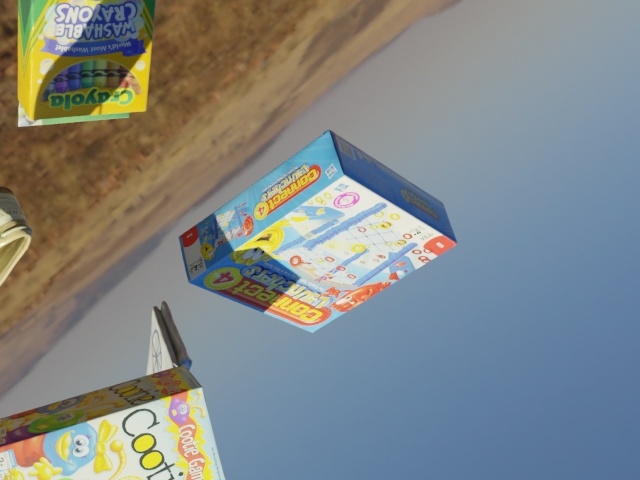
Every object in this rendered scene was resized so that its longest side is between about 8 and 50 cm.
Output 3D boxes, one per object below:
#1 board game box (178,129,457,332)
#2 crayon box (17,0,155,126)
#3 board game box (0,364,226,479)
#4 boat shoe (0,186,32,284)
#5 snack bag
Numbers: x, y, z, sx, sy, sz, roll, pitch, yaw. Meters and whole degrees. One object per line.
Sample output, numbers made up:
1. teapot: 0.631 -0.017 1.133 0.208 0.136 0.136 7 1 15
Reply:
1. board game box: 0.000 0.000 1.591 0.302 0.086 0.308 -34 143 25
2. crayon box: -0.382 -0.317 1.700 0.203 0.083 0.323 -9 129 -28
3. board game box: -0.281 0.279 1.362 0.275 0.144 0.142 -16 -171 -15
4. boat shoe: -0.471 0.058 1.355 0.104 0.089 0.285 0 134 -53
5. snack bag: -0.246 0.323 1.735 0.342 0.037 0.323 -122 -143 -54
